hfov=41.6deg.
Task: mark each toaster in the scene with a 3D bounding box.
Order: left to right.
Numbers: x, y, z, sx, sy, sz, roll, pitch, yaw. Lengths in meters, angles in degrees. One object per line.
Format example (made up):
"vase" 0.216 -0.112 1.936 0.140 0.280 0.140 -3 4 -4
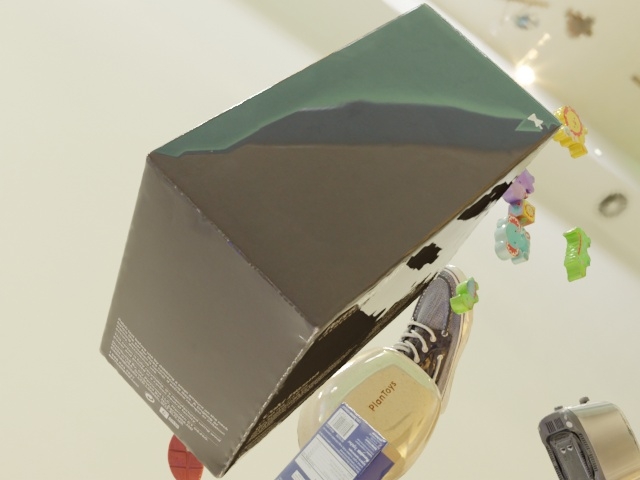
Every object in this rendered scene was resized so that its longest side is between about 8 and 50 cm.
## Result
"toaster" 0.553 0.429 1.694 0.146 0.129 0.227 -10 -112 -28

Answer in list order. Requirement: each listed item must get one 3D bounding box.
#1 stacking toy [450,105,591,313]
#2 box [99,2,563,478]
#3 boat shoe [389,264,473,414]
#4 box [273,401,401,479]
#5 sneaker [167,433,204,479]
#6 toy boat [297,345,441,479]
"stacking toy" 0.219 -0.032 0.956 0.052 0.167 0.221 32 -129 -29
"box" 0.000 0.000 0.777 0.179 0.312 0.343 45 -128 11
"boat shoe" 0.204 0.219 1.722 0.158 0.340 0.127 -1 -168 -43
"box" -0.008 0.326 1.092 0.036 0.225 0.136 47 172 -25
"sneaker" -0.261 0.391 1.768 0.087 0.221 0.128 3 -169 14
"toy boat" 0.111 0.327 1.282 0.318 0.148 0.267 44 -131 16
